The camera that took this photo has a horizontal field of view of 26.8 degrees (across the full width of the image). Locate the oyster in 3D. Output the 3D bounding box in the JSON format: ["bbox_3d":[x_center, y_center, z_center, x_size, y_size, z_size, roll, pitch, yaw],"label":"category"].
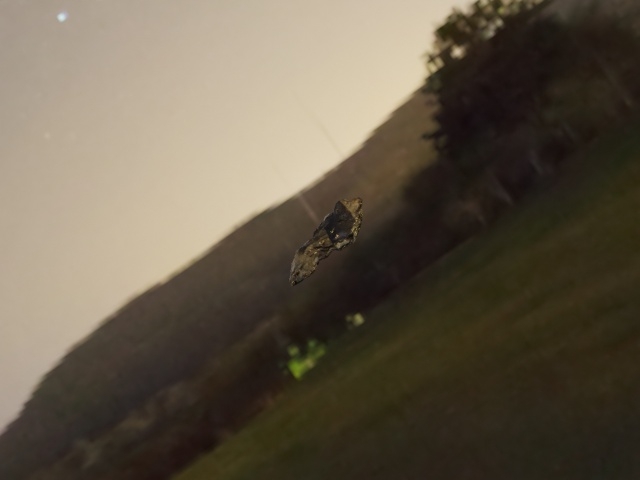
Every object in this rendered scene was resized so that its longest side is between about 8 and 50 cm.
[{"bbox_3d":[0.003,-0.002,1.019,0.083,0.019,0.054,-42,22,10],"label":"oyster"}]
